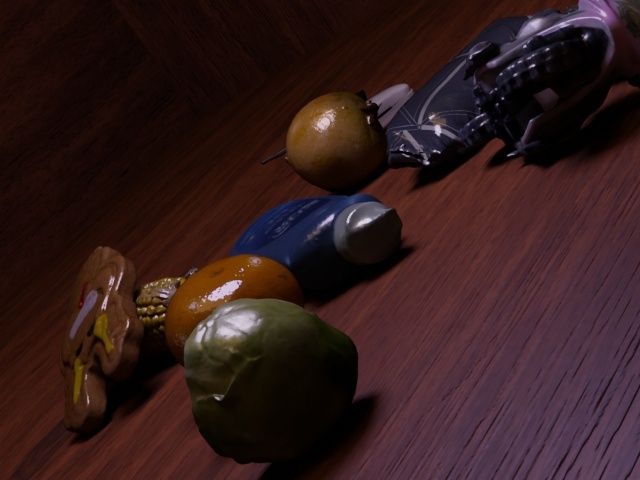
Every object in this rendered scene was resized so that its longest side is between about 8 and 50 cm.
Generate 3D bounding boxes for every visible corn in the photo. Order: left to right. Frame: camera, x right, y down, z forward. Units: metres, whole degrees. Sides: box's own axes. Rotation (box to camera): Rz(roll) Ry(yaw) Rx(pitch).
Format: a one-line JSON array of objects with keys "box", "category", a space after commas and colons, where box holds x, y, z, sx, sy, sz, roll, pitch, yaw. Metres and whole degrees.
[{"box": [-0.238, 0.110, 2.208, 0.106, 0.106, 0.293, -43, 13, -34], "category": "corn"}]

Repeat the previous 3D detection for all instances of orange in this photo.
[{"box": [-0.090, 0.087, 1.801, 0.156, 0.124, 0.156, -19, 24, 9], "category": "orange"}]

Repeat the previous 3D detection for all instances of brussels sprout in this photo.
[{"box": [-0.035, 0.119, 1.458, 0.122, 0.149, 0.151, -8, 65, 36], "category": "brussels sprout"}]

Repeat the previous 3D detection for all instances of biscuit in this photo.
[{"box": [-0.289, 0.112, 2.148, 0.186, 0.044, 0.295, -56, 26, 19], "category": "biscuit"}]

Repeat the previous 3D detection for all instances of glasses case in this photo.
[{"box": [0.064, -0.180, 2.637, 0.204, 0.051, 0.081, -38, 10, -12], "category": "glasses case"}]

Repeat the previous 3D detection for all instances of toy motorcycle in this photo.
[{"box": [0.259, -0.180, 1.860, 0.188, 0.143, 0.327, -30, -5, -9], "category": "toy motorcycle"}]

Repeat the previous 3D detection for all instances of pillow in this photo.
[{"box": [0.200, -0.194, 2.178, 0.335, 0.092, 0.161, -43, 17, -28], "category": "pillow"}]

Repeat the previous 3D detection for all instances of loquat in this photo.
[{"box": [0.024, -0.141, 2.372, 0.163, 0.137, 0.163, -29, -4, -2], "category": "loquat"}]

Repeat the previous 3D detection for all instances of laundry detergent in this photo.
[{"box": [0.000, 0.000, 1.961, 0.143, 0.094, 0.290, -36, 10, -24], "category": "laundry detergent"}]

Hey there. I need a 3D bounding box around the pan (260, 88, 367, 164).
[{"box": [0.000, -0.178, 2.829, 0.202, 0.048, 0.128, -32, 10, 12], "category": "pan"}]

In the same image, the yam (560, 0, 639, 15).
[{"box": [0.332, -0.241, 1.940, 0.107, 0.107, 0.183, -41, 10, -26], "category": "yam"}]
